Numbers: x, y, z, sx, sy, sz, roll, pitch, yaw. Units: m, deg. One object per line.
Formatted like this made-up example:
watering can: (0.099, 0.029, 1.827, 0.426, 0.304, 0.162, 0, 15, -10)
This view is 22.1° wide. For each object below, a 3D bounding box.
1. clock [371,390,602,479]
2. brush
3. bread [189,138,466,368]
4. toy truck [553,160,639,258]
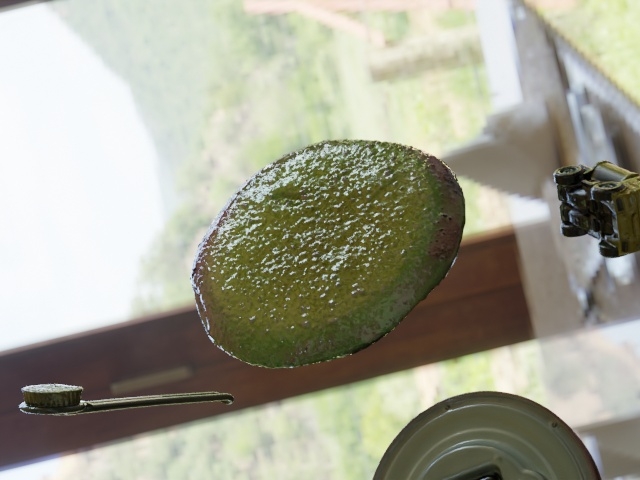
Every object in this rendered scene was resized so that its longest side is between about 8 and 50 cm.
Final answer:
clock: (0.154, 0.264, 1.557, 0.056, 0.244, 0.244, 35, -143, -59)
brush: (-0.181, 0.152, 1.595, 0.266, 0.062, 0.027, 3, -90, -49)
bread: (0.000, 0.000, 1.254, 0.228, 0.228, 0.033, -104, -14, -47)
toy truck: (0.198, -0.023, 1.095, 0.083, 0.054, 0.049, -144, 41, -64)
